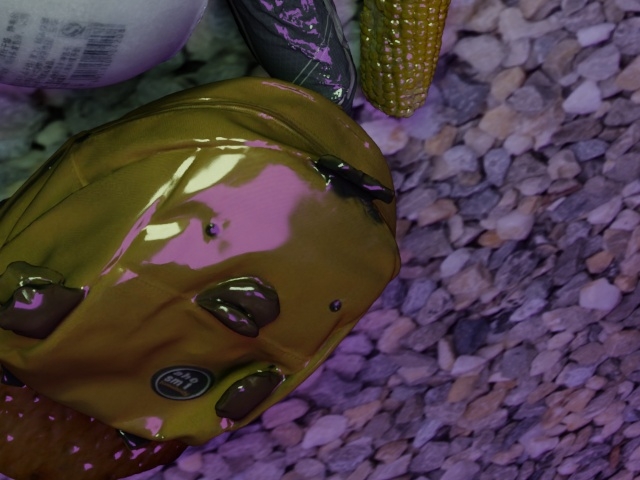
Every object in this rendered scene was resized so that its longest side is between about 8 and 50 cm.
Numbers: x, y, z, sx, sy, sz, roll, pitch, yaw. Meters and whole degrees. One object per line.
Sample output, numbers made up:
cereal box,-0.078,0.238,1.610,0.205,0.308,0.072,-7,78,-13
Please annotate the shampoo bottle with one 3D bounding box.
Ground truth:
shampoo bottle,-0.216,-0.247,0.835,0.266,0.273,0.273,6,118,-27

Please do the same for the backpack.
backpack,-0.110,0.025,1.058,0.354,0.201,0.378,29,119,-37

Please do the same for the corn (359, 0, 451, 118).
corn,0.089,-0.269,1.154,0.097,0.097,0.319,-14,129,-26

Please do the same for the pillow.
pillow,-0.045,-0.240,1.036,0.093,0.161,0.335,-22,133,0

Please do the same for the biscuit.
biscuit,-0.220,0.120,1.255,0.359,0.046,0.359,-17,129,-23
